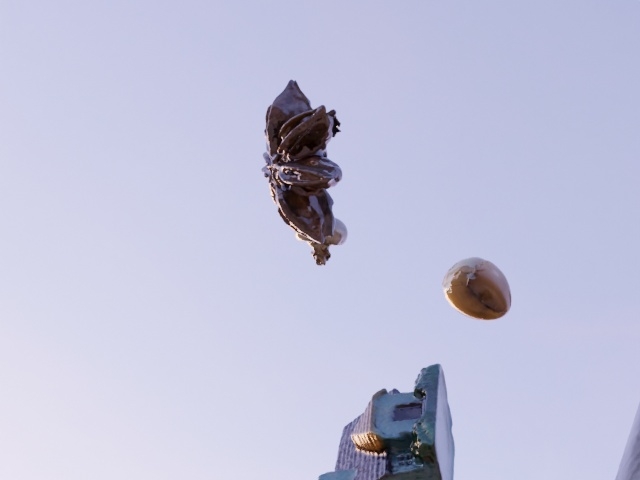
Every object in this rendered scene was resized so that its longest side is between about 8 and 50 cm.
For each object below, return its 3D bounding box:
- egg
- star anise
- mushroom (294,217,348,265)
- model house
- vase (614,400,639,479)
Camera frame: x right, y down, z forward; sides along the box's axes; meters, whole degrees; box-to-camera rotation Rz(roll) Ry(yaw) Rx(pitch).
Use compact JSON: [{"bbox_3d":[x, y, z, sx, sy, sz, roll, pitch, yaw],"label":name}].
[{"bbox_3d":[0.187,0.059,1.404,0.083,0.071,0.071,44,-50,-8],"label":"egg"},{"bbox_3d":[-0.028,-0.109,1.647,0.093,0.229,0.236,-5,2,-14],"label":"star anise"},{"bbox_3d":[0.000,0.000,1.868,0.085,0.085,0.079,3,-86,9],"label":"mushroom"},{"bbox_3d":[0.122,0.397,2.306,0.249,0.280,0.230,-6,-61,12],"label":"model house"},{"bbox_3d":[0.363,0.200,1.021,0.245,0.291,0.245,17,-45,17],"label":"vase"}]
